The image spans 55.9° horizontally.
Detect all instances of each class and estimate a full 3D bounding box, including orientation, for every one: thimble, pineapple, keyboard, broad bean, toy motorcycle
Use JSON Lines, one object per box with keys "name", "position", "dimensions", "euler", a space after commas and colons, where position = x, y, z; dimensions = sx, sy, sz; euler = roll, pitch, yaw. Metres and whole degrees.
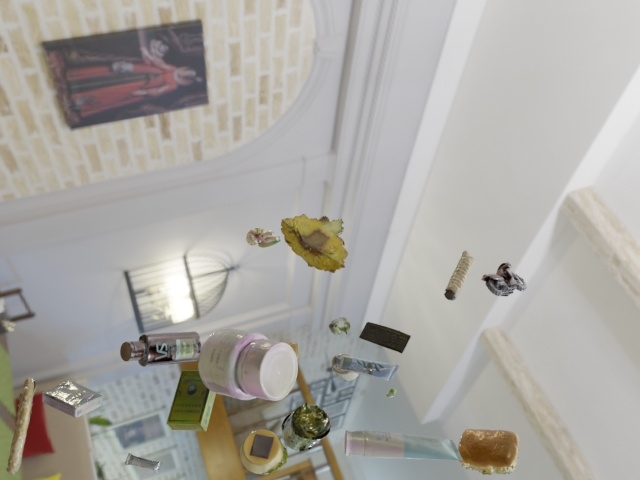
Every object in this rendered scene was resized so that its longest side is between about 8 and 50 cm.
{"name": "thimble", "position": [0.111, 0.561, 2.676], "dimensions": [0.090, 0.115, 0.102], "euler": [58, 34, -51]}
{"name": "pineapple", "position": [-0.005, -0.003, 1.950], "dimensions": [0.249, 0.164, 0.140], "euler": [30, -34, 7]}
{"name": "keyboard", "position": [0.256, 0.383, 2.416], "dimensions": [0.017, 0.087, 0.250], "euler": [39, -17, -35]}
{"name": "broad bean", "position": [0.073, 0.329, 2.330], "dimensions": [0.213, 0.048, 0.070], "euler": [24, 68, -67]}
{"name": "toy motorcycle", "position": [0.623, 0.133, 2.070], "dimensions": [0.084, 0.212, 0.118], "euler": [-52, -123, 36]}

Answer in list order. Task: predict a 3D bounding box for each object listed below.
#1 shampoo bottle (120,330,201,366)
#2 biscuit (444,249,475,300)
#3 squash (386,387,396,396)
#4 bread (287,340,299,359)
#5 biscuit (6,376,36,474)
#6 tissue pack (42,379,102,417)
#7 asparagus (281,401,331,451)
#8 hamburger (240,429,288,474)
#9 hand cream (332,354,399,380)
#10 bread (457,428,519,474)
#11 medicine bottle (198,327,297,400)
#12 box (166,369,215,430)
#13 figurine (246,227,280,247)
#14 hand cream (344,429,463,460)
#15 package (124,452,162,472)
{"name": "shampoo bottle", "position": [-0.609, 0.417, 2.323], "dimensions": [0.084, 0.323, 0.129], "euler": [-2, -97, 39]}
{"name": "biscuit", "position": [0.502, 0.125, 2.173], "dimensions": [0.055, 0.219, 0.061], "euler": [-19, -64, 47]}
{"name": "squash", "position": [0.277, 0.598, 2.357], "dimensions": [0.089, 0.027, 0.027], "euler": [101, -30, -63]}
{"name": "bread", "position": [-0.126, 0.473, 2.580], "dimensions": [0.115, 0.056, 0.082], "euler": [176, -89, -76]}
{"name": "biscuit", "position": [-0.668, 0.411, 1.349], "dimensions": [0.220, 0.033, 0.220], "euler": [-39, -134, 56]}
{"name": "tissue pack", "position": [-0.807, 0.515, 1.961], "dimensions": [0.156, 0.112, 0.051], "euler": [13, -76, 25]}
{"name": "asparagus", "position": [-0.044, 0.560, 1.821], "dimensions": [0.382, 0.108, 0.128], "euler": [113, -33, -65]}
{"name": "hamburger", "position": [-0.165, 0.624, 1.773], "dimensions": [0.127, 0.141, 0.081], "euler": [-97, -173, -46]}
{"name": "hand cream", "position": [0.181, 0.510, 2.431], "dimensions": [0.058, 0.271, 0.091], "euler": [-100, -152, -59]}
{"name": "bread", "position": [0.677, 0.844, 2.418], "dimensions": [0.245, 0.174, 0.121], "euler": [-10, -47, 37]}
{"name": "medicine bottle", "position": [-0.255, 0.442, 2.134], "dimensions": [0.302, 0.241, 0.241], "euler": [1, -73, 39]}
{"name": "box", "position": [-0.471, 0.592, 2.244], "dimensions": [0.064, 0.140, 0.220], "euler": [72, 21, -46]}
{"name": "figurine", "position": [-0.215, -0.017, 2.272], "dimensions": [0.187, 0.083, 0.083], "euler": [-6, -81, 53]}
{"name": "hand cream", "position": [0.224, 0.559, 1.645], "dimensions": [0.111, 0.312, 0.070], "euler": [-106, -161, -82]}
{"name": "package", "position": [-0.553, 0.698, 1.888], "dimensions": [0.015, 0.110, 0.037], "euler": [180, -71, -78]}
